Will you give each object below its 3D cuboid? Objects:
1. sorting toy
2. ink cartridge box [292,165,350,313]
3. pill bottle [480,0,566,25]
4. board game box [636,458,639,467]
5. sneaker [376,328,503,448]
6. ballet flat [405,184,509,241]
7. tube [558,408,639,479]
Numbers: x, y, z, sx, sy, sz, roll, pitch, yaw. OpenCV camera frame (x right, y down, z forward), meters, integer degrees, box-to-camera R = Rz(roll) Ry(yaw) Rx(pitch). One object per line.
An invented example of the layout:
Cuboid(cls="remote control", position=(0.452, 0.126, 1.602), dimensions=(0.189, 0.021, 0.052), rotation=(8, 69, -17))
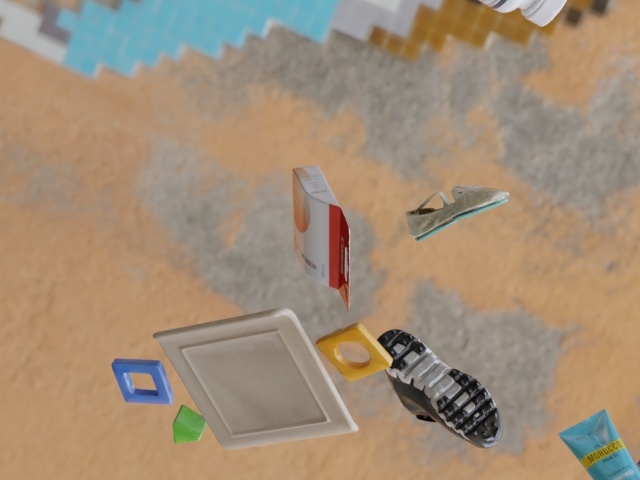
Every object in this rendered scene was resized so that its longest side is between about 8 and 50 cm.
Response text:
Cuboid(cls="sorting toy", position=(-0.067, 0.151, 1.731), dimensions=(0.196, 0.348, 0.047), rotation=(60, 34, -29))
Cuboid(cls="ink cartridge box", position=(0.000, 0.000, 2.160), dimensions=(0.179, 0.045, 0.145), rotation=(-112, -162, -55))
Cuboid(cls="pill bottle", position=(0.221, -0.346, 1.902), dimensions=(0.108, 0.180, 0.108), rotation=(-56, -167, 20))
Cuboid(cls="board game box", position=(0.601, 0.284, 2.448), dimensions=(0.160, 0.047, 0.210), rotation=(-46, 175, 34))
Cuboid(cls="sneaker", position=(0.172, 0.223, 2.172), dimensions=(0.078, 0.234, 0.106), rotation=(-38, 145, -19))
Cuboid(cls="ballet flat", position=(0.177, -0.047, 2.068), dimensions=(0.168, 0.052, 0.057), rotation=(-26, 174, 38))
Cuboid(cls="tube", position=(0.423, 0.340, 2.162), dimensions=(0.080, 0.207, 0.052), rotation=(-23, 153, -18))
